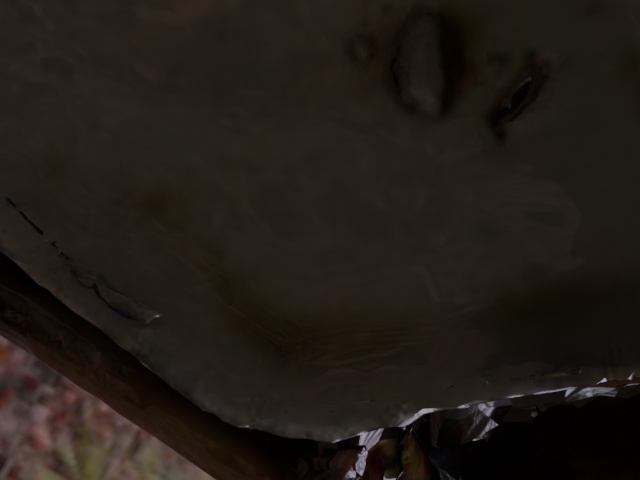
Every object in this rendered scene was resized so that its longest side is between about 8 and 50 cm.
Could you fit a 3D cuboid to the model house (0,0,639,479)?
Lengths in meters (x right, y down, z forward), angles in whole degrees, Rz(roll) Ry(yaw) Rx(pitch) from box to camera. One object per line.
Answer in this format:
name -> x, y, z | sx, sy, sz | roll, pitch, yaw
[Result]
model house -> 0.000, 0.000, 0.563 | 0.282, 0.317, 0.297 | 63, 19, -64
